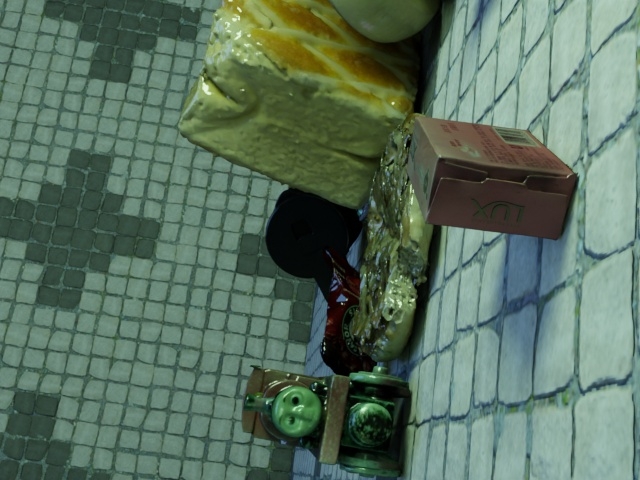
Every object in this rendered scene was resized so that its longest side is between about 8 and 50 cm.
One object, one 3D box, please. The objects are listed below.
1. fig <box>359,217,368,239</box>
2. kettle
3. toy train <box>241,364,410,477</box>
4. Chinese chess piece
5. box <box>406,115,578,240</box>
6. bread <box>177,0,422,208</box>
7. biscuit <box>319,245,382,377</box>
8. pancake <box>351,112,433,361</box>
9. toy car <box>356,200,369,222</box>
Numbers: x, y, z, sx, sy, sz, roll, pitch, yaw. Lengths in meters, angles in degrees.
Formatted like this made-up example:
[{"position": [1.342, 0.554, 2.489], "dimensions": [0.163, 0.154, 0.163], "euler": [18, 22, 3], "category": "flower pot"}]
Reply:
[{"position": [0.077, -0.128, 1.638], "dimensions": [0.143, 0.160, 0.230], "euler": [-48, 57, 55], "category": "fig"}, {"position": [-0.014, -0.004, 1.793], "dimensions": [0.308, 0.203, 0.262], "euler": [-62, -23, -76], "category": "kettle"}, {"position": [0.000, 0.244, 1.124], "dimensions": [0.304, 0.222, 0.150], "euler": [119, 162, -77], "category": "toy train"}, {"position": [0.083, -0.446, 1.270], "dimensions": [0.102, 0.273, 0.273], "euler": [-25, 42, 33], "category": "Chinese chess piece"}, {"position": [0.133, -0.056, 0.663], "dimensions": [0.156, 0.111, 0.060], "euler": [-87, 6, -70], "category": "box"}, {"position": [-0.023, -0.306, 1.443], "dimensions": [0.279, 0.390, 0.371], "euler": [-53, 17, 46], "category": "bread"}, {"position": [0.054, 0.131, 1.340], "dimensions": [0.063, 0.151, 0.235], "euler": [-26, 40, 34], "category": "biscuit"}, {"position": [0.110, -0.002, 1.182], "dimensions": [0.382, 0.071, 0.382], "euler": [-171, 90, -86], "category": "pancake"}, {"position": [0.110, -0.095, 1.535], "dimensions": [0.069, 0.055, 0.142], "euler": [127, 163, -61], "category": "toy car"}]
